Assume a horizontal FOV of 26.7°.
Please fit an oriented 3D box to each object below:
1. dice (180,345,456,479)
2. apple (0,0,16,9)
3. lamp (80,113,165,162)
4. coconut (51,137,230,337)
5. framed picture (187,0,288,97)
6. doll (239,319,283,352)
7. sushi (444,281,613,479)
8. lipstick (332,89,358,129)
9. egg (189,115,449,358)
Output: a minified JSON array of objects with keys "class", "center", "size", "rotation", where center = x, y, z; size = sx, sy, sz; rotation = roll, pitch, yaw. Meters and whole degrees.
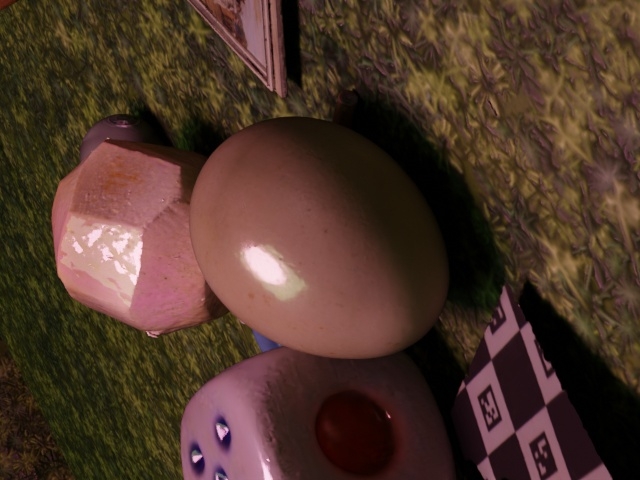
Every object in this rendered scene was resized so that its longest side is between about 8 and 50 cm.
[{"class":"dice","center":[-0.004,0.204,1.222],"size":[0.192,0.193,0.194],"rotation":[-52,54,53]},{"class":"apple","center":[-0.459,-0.417,1.484],"size":[0.391,0.347,0.391],"rotation":[54,157,36]},{"class":"lamp","center":[-0.239,-0.102,1.637],"size":[0.105,0.105,0.105],"rotation":[46,150,36]},{"class":"coconut","center":[-0.188,-0.007,1.485],"size":[0.237,0.237,0.197],"rotation":[29,110,53]},{"class":"framed picture","center":[-0.093,-0.288,1.234],"size":[0.217,0.017,0.274],"rotation":[48,152,42]},{"class":"doll","center":[-0.037,0.041,1.371],"size":[0.241,0.099,0.135],"rotation":[66,164,-9]},{"class":"sushi","center":[0.197,0.251,1.101],"size":[0.339,0.069,0.320],"rotation":[104,151,-46]},{"class":"lipstick","center":[0.018,-0.099,1.213],"size":[0.019,0.019,0.094],"rotation":[54,154,23]},{"class":"egg","center":[0.000,0.000,1.138],"size":[0.254,0.189,0.188],"rotation":[33,143,34]}]
